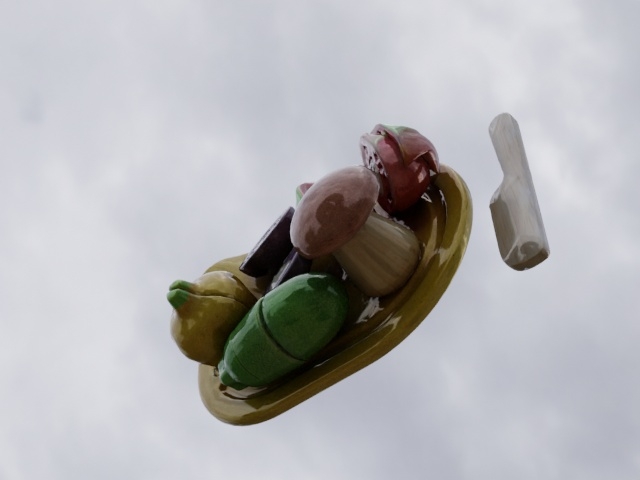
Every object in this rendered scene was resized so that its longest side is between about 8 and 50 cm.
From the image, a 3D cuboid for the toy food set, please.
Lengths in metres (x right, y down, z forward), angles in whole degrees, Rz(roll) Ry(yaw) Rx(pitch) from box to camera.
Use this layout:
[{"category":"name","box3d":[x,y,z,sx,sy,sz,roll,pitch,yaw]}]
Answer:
[{"category":"toy food set","box3d":[0.000,0.000,0.924,0.218,0.128,0.071,-32,-57,28]}]
